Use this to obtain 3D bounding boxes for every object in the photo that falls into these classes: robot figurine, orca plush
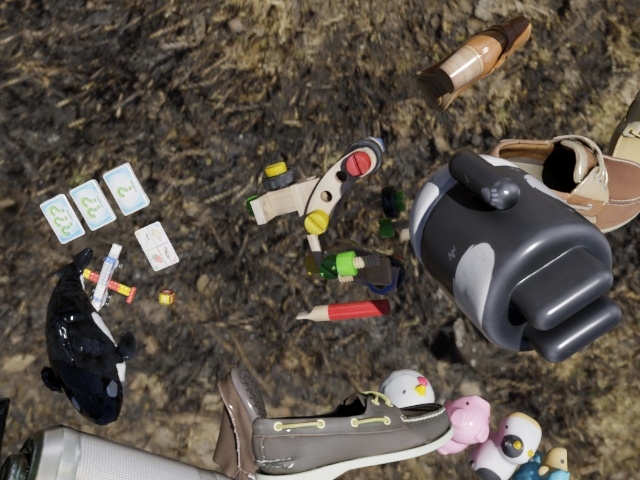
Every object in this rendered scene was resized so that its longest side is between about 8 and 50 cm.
[{"bbox_3d":[0.218,0.013,0.983,0.174,0.278,0.209,1,120,-27],"label":"robot figurine"},{"bbox_3d":[-0.367,0.136,1.324,0.151,0.287,0.102,-6,153,0],"label":"orca plush"}]

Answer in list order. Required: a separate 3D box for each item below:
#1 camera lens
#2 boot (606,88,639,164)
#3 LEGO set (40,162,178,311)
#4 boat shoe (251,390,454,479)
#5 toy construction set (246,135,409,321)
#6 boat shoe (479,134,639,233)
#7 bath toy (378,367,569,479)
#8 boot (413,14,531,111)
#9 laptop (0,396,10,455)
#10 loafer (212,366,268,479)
[{"bbox_3d":[-0.190,0.314,0.829,0.274,0.219,0.219,23,120,-19],"label":"camera lens"},{"bbox_3d":[0.579,-0.215,1.473,0.095,0.203,0.262,29,90,10],"label":"boot"},{"bbox_3d":[-0.343,0.019,1.427,0.182,0.060,0.244,-23,103,15],"label":"LEGO set"},{"bbox_3d":[0.037,0.185,0.847,0.228,0.081,0.068,-7,87,-33],"label":"boat shoe"},{"bbox_3d":[0.000,0.000,1.350,0.237,0.309,0.257,-8,131,16],"label":"toy construction set"},{"bbox_3d":[0.340,-0.081,1.179,0.324,0.123,0.116,-5,150,-26],"label":"boat shoe"},{"bbox_3d":[0.261,0.336,1.506,0.348,0.129,0.151,30,103,-6],"label":"bath toy"},{"bbox_3d":[0.232,-0.270,1.312,0.152,0.197,0.073,-36,98,-8],"label":"boot"},{"bbox_3d":[-0.682,0.368,1.429,0.136,0.264,0.234,20,103,32],"label":"laptop"},{"bbox_3d":[-0.162,0.435,1.766,0.130,0.134,0.366,-12,109,-1],"label":"loafer"}]
